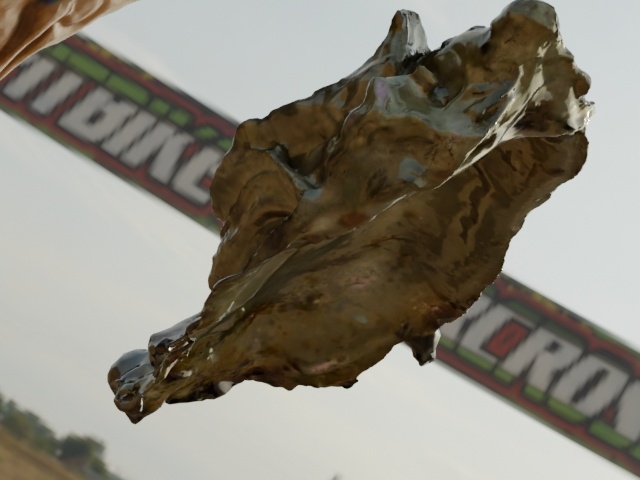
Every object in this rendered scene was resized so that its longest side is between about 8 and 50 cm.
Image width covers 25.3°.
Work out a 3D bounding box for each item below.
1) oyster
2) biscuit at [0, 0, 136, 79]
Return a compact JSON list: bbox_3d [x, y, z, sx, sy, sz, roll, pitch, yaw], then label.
[{"bbox_3d":[0.001,-0.005,0.743,0.096,0.221,0.361,60,-27,20],"label":"oyster"},{"bbox_3d":[-0.168,-0.126,0.679,0.047,0.334,0.202,48,-26,15],"label":"biscuit"}]
